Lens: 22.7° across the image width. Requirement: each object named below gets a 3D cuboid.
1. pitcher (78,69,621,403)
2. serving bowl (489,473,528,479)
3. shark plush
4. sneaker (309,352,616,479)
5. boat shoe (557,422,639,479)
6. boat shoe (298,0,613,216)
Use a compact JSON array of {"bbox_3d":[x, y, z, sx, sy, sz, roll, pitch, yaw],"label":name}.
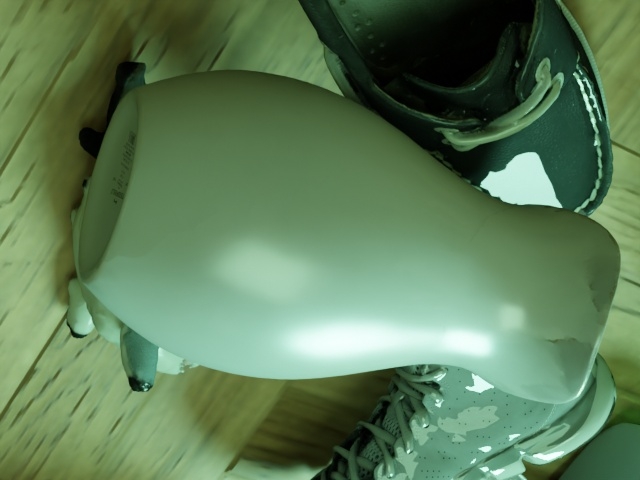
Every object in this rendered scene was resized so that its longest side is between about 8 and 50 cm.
[{"bbox_3d":[0.000,0.000,0.701,0.207,0.178,0.125,15,90,-19],"label":"pitcher"},{"bbox_3d":[0.079,0.151,0.916,0.083,0.027,0.083,-9,128,-12],"label":"serving bowl"},{"bbox_3d":[-0.085,-0.007,0.749,0.067,0.073,0.161,-20,110,-28],"label":"shark plush"},{"bbox_3d":[0.035,0.088,0.830,0.229,0.086,0.132,-33,124,-6],"label":"sneaker"},{"bbox_3d":[0.141,0.205,0.951,0.076,0.080,0.228,31,103,-32],"label":"boat shoe"},{"bbox_3d":[0.050,-0.090,0.687,0.114,0.091,0.302,-38,128,11],"label":"boat shoe"}]
